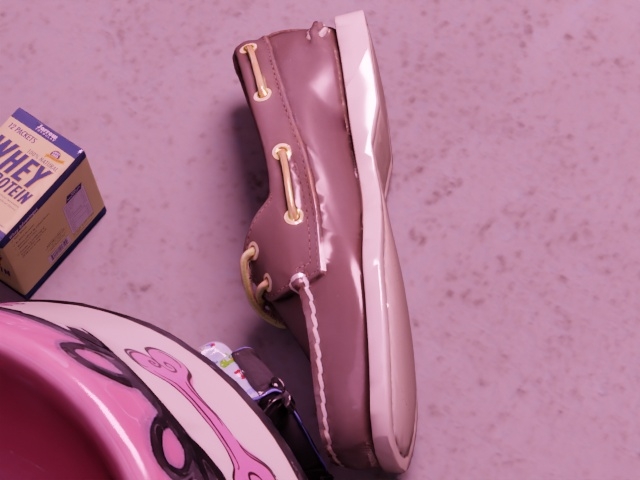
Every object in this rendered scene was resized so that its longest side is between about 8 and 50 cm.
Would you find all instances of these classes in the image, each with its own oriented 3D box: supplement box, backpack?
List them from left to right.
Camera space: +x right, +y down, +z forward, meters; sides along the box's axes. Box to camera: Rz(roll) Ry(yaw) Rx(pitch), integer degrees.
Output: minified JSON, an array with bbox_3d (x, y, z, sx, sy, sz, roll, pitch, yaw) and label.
[{"bbox_3d":[-0.190,-0.023,1.235,0.056,0.083,0.083,33,70,20],"label":"supplement box"},{"bbox_3d":[-0.068,0.126,1.141,0.114,0.105,0.084,-34,43,-9],"label":"backpack"}]

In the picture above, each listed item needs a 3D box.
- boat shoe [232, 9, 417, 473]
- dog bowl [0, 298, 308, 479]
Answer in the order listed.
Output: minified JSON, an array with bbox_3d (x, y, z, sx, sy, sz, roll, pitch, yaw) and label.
[{"bbox_3d":[0.000,0.000,1.194,0.096,0.117,0.324,-8,58,6],"label":"boat shoe"},{"bbox_3d":[-0.201,0.215,1.014,0.408,0.150,0.408,-5,73,18],"label":"dog bowl"}]
